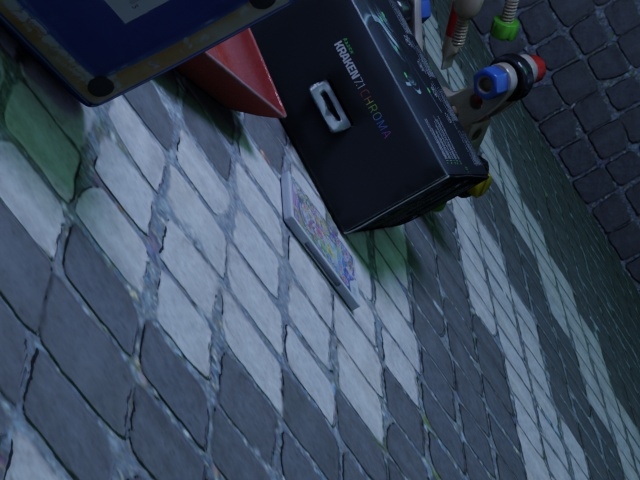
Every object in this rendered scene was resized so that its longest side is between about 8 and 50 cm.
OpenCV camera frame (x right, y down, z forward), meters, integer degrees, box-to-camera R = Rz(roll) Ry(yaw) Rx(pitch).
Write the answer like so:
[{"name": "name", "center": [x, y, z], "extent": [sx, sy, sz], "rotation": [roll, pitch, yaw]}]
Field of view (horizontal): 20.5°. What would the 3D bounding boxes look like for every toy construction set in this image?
[{"name": "toy construction set", "center": [0.148, -0.183, 2.260], "extent": [0.309, 0.257, 0.237], "rotation": [-57, 162, -57]}]

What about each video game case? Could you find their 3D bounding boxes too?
[{"name": "video game case", "center": [0.000, 0.000, 1.689], "extent": [0.122, 0.011, 0.087], "rotation": [54, 15, -28]}]

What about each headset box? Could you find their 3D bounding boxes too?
[{"name": "headset box", "center": [0.051, -0.144, 1.912], "extent": [0.246, 0.131, 0.283], "rotation": [62, 14, 4]}]

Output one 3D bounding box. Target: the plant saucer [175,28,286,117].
[{"name": "plant saucer", "center": [-0.144, -0.244, 1.594], "extent": [0.259, 0.047, 0.258], "rotation": [34, 30, -60]}]

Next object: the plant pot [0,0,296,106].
[{"name": "plant pot", "center": [-0.142, -0.247, 1.233], "extent": [0.236, 0.236, 0.212], "rotation": [48, 24, -44]}]
